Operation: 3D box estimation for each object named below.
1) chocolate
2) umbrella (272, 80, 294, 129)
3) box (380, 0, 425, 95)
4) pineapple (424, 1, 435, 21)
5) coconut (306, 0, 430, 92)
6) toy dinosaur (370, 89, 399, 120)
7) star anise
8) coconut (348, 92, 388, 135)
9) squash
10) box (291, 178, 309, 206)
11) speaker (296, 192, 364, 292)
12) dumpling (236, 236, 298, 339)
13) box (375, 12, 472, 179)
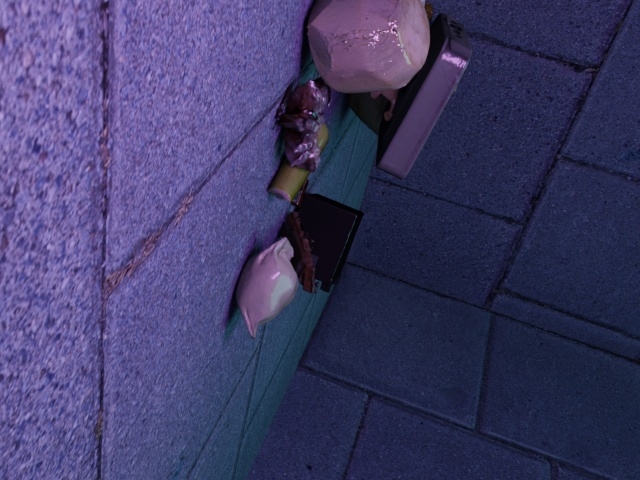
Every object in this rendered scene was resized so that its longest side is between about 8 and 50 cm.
[{"bbox_3d":[-0.059,0.025,1.785,0.329,0.065,0.102,-113,-151,-62],"label":"chocolate"},{"bbox_3d":[-0.076,-0.281,1.423,0.022,0.013,0.122,132,-21,-73],"label":"umbrella"},{"bbox_3d":[0.156,-0.537,1.830,0.224,0.143,0.341,-55,175,2],"label":"box"},{"bbox_3d":[0.242,-0.686,2.117,0.158,0.161,0.334,-21,-152,50],"label":"pineapple"},{"bbox_3d":[0.085,-0.429,1.438,0.245,0.248,0.244,-4,94,-57],"label":"coconut"},{"bbox_3d":[0.198,-0.414,1.851,0.199,0.072,0.251,-60,169,-26],"label":"toy dinosaur"},{"bbox_3d":[-0.031,-0.251,1.510,0.229,0.093,0.236,-66,163,-55],"label":"star anise"},{"bbox_3d":[0.246,-0.493,2.279,0.323,0.323,0.322,19,90,-83],"label":"coconut"},{"bbox_3d":[-0.050,-0.190,1.633,0.083,0.083,0.250,98,16,-59],"label":"squash"},{"bbox_3d":[-0.057,-0.137,1.926,0.051,0.023,0.081,58,51,-82],"label":"box"},{"bbox_3d":[0.000,0.000,2.098,0.232,0.184,0.253,-26,138,-80],"label":"speaker"},{"bbox_3d":[-0.123,0.108,1.618,0.162,0.132,0.250,-1,110,-79],"label":"dumpling"},{"bbox_3d":[0.275,-0.406,1.896,0.396,0.111,0.396,-79,-166,-61],"label":"box"}]
